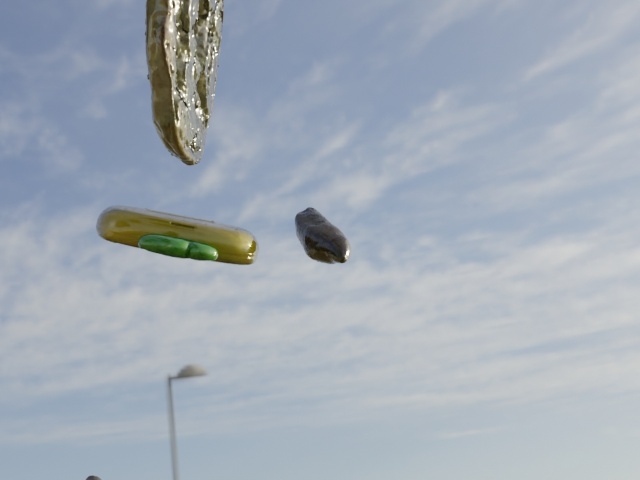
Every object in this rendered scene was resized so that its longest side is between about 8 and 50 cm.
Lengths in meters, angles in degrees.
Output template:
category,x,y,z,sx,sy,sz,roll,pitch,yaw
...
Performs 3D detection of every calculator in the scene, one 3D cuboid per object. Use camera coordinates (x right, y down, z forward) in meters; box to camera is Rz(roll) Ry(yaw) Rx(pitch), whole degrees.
category,x,y,z,sx,sy,sz,roll,pitch,yaw
calculator,-0.129,-0.006,0.954,0.146,0.032,0.235,10,3,-10

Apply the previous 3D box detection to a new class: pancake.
category,x,y,z,sx,sy,sz,roll,pitch,yaw
pancake,-0.082,-0.120,0.655,0.028,0.158,0.158,4,-18,4

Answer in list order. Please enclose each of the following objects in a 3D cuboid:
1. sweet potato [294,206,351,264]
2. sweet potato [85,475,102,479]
category,x,y,z,sx,sy,sz,roll,pitch,yaw
sweet potato,-0.003,-0.006,0.987,0.038,0.041,0.153,-29,19,-4
sweet potato,-0.205,0.299,1.008,0.077,0.077,0.244,4,18,-32
